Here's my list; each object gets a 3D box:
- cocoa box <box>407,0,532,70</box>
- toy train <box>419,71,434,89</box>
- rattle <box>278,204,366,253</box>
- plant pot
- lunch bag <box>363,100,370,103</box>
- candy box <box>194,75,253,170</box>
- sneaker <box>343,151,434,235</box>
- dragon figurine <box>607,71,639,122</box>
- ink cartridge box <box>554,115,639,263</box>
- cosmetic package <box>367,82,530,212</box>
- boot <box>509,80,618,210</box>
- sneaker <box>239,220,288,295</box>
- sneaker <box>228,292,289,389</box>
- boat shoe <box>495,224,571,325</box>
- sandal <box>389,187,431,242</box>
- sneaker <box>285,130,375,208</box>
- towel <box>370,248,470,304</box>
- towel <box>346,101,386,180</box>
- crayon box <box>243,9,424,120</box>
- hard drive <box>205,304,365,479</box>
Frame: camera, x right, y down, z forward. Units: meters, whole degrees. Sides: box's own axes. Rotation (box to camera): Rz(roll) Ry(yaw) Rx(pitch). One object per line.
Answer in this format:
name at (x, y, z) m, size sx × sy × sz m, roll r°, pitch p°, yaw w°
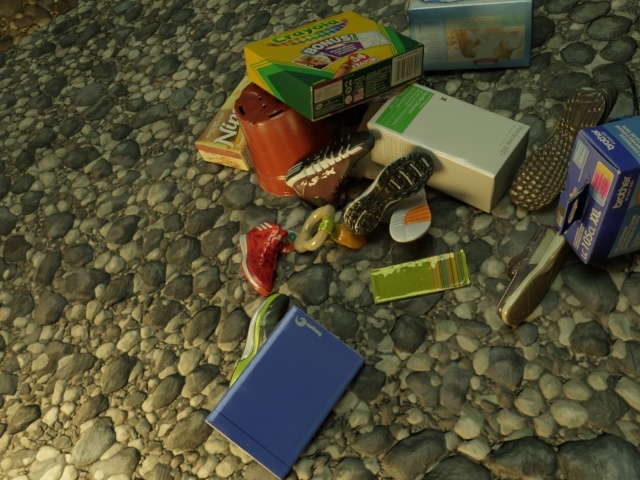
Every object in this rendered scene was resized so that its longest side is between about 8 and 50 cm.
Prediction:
cocoa box at (0.447, -0.662, 1.953) m, size 0.346 × 0.232 × 0.228 m, roll 2°, pitch 54°, yaw 17°
toy train at (0.301, -0.508, 2.041) m, size 0.036 × 0.027 × 0.158 m, roll -33°, pitch 50°, yaw 9°
rattle at (0.000, 0.000, 1.771) m, size 0.199 × 0.142 × 0.130 m, roll -42°, pitch 48°, yaw 36°
plant pot at (-0.105, -0.311, 1.890) m, size 0.272 × 0.265 × 0.273 m, roll -11°, pitch 52°, yaw 14°
lunch bag at (0.017, -0.485, 2.008) m, size 0.223 × 0.108 × 0.279 m, roll -11°, pitch 29°, yaw -36°
candy box at (-0.233, -0.378, 2.105) m, size 0.182 × 0.088 × 0.317 m, roll 15°, pitch 62°, yaw 30°
sneaker at (0.168, -0.129, 1.674) m, size 0.271 × 0.100 × 0.108 m, roll -40°, pitch 8°, yaw 20°
dragon figurine at (0.743, -0.239, 1.554) m, size 0.085 × 0.289 × 0.144 m, roll 2°, pitch 22°, yaw -6°
ink cartridge box at (0.666, -0.115, 1.389) m, size 0.395 × 0.270 × 0.151 m, roll -13°, pitch 46°, yaw -8°
cosmetic package at (0.327, -0.248, 1.717) m, size 0.365 × 0.155 × 0.197 m, roll 26°, pitch 64°, yaw 26°
boot at (0.613, -0.227, 1.631) m, size 0.118 × 0.338 × 0.222 m, roll 42°, pitch 30°, yaw 17°
sneaker at (-0.140, 0.031, 1.740) m, size 0.128 × 0.087 × 0.221 m, roll -38°, pitch 48°, yaw 18°
sneaker at (-0.115, 0.267, 1.575) m, size 0.121 × 0.111 × 0.300 m, roll 9°, pitch 63°, yaw 15°
boat shoe at (0.468, 0.071, 1.493) m, size 0.092 × 0.103 × 0.285 m, roll 23°, pitch 61°, yaw 39°
sandal at (0.238, -0.056, 1.697) m, size 0.101 × 0.076 × 0.265 m, roll -4°, pitch 32°, yaw 14°
sneaker at (0.055, -0.176, 1.785) m, size 0.281 × 0.163 × 0.106 m, roll -22°, pitch 29°, yaw 31°
towel at (0.241, 0.088, 1.614) m, size 0.237 × 0.021 × 0.102 m, roll -13°, pitch 50°, yaw 12°
towel at (0.178, -0.284, 1.904) m, size 0.187 × 0.049 × 0.282 m, roll 13°, pitch 61°, yaw 30°
crayon box at (0.034, -0.474, 1.751) m, size 0.362 × 0.106 × 0.313 m, roll -27°, pitch 46°, yaw -25°
hard drive at (-0.073, 0.331, 1.473) m, size 0.210 × 0.040 × 0.319 m, roll 37°, pitch 70°, yaw 3°
